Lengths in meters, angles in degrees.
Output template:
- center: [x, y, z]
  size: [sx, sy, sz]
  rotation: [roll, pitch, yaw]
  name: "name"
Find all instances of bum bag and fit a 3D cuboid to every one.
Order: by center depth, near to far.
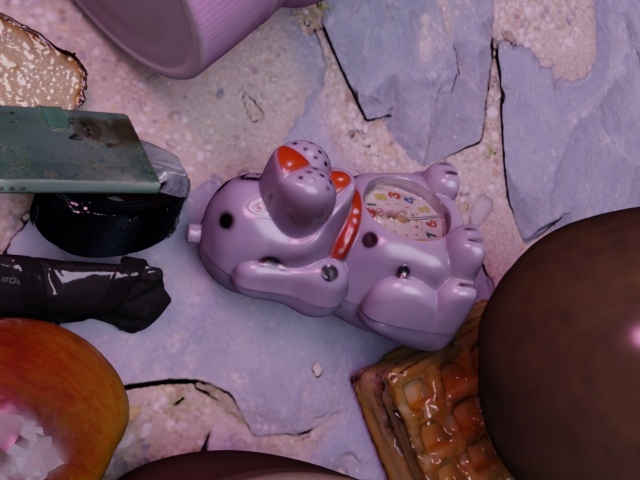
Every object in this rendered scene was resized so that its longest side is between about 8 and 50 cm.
- center: [-0.221, 0.039, 0.632]
  size: [0.198, 0.087, 0.049]
  rotation: [6, 53, -28]
  name: "bum bag"

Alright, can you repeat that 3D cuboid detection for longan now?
- center: [0.297, 0.116, 0.671]
  size: [0.319, 0.319, 0.319]
  rotation: [2, 86, -28]
  name: "longan"

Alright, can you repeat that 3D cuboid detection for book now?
- center: [-0.207, -0.075, 0.601]
  size: [0.135, 0.017, 0.103]
  rotation: [-2, 44, -35]
  name: "book"

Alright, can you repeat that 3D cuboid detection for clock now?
- center: [0.003, -0.002, 0.712]
  size: [0.254, 0.189, 0.189]
  rotation: [12, 81, -19]
  name: "clock"

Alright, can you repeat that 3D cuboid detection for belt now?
- center: [-0.177, -0.038, 0.641]
  size: [0.140, 0.058, 0.105]
  rotation: [-15, 54, -43]
  name: "belt"

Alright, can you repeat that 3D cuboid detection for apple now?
- center: [-0.248, 0.152, 0.576]
  size: [0.173, 0.160, 0.195]
  rotation: [27, 67, -2]
  name: "apple"

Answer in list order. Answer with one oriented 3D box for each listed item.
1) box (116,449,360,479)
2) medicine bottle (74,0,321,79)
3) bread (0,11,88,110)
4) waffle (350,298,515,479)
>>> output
- center: [-0.077, 0.315, 0.612]
  size: [0.301, 0.216, 0.301]
  rotation: [3, 84, -28]
  name: "box"
- center: [-0.063, -0.315, 0.632]
  size: [0.325, 0.256, 0.256]
  rotation: [-45, 107, -19]
  name: "medicine bottle"
- center: [-0.269, -0.119, 0.632]
  size: [0.126, 0.044, 0.129]
  rotation: [24, 73, -32]
  name: "bread"
- center: [0.178, 0.241, 0.823]
  size: [0.213, 0.091, 0.308]
  rotation: [-24, 97, -27]
  name: "waffle"
